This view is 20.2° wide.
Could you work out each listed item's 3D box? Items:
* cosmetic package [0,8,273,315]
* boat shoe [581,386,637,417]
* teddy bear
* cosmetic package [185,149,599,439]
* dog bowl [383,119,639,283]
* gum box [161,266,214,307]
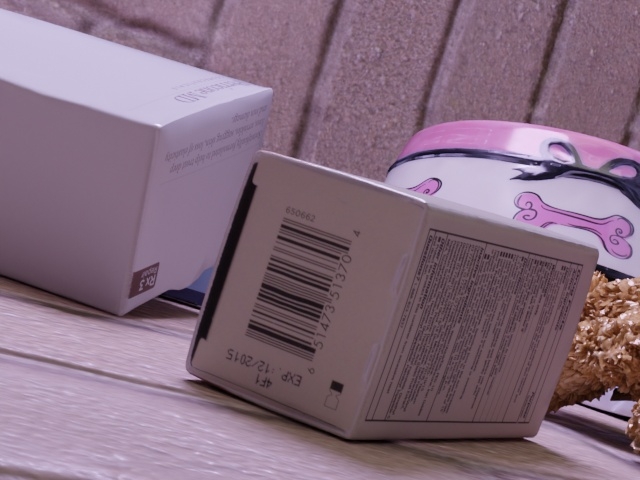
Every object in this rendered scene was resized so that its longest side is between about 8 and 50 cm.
[{"bbox_3d":[-0.258,-0.086,1.401,0.385,0.156,0.217,16,18,16],"label":"cosmetic package"},{"bbox_3d":[0.250,0.097,1.685,0.301,0.102,0.108,18,3,26],"label":"boat shoe"},{"bbox_3d":[0.294,0.080,1.421,0.245,0.113,0.338,-24,26,-31],"label":"teddy bear"},{"bbox_3d":[0.057,0.042,1.178,0.129,0.153,0.296,20,3,29],"label":"cosmetic package"},{"bbox_3d":[0.238,0.005,1.877,0.408,0.150,0.408,14,-13,3],"label":"dog bowl"},{"bbox_3d":[-0.160,0.012,1.568,0.157,0.041,0.184,18,4,1],"label":"gum box"}]
